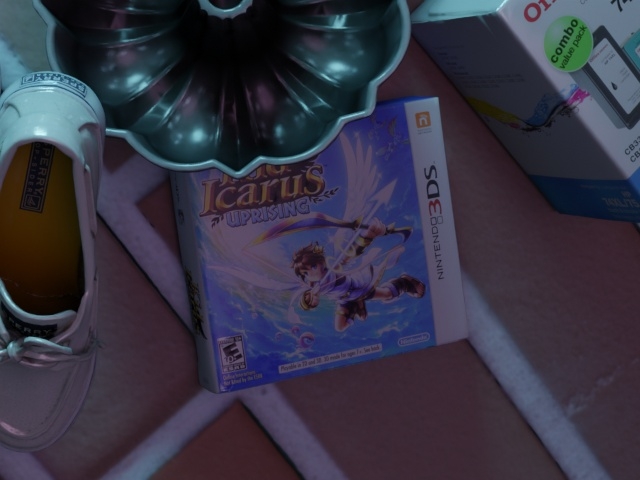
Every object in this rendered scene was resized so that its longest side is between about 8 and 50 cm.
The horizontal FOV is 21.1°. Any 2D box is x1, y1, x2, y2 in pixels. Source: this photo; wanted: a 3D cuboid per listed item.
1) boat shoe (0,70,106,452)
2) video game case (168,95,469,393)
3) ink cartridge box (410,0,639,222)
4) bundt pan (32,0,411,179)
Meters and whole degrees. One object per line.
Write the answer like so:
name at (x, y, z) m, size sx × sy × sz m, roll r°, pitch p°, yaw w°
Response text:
boat shoe at (-0.241, 0.054, 1.439) m, size 0.136 × 0.156 × 0.367 m, roll 10°, pitch 119°, yaw -8°
video game case at (0.000, 0.000, 1.652) m, size 0.269 × 0.061 × 0.244 m, roll -11°, pitch 98°, yaw -21°
ink cartridge box at (0.264, -0.183, 1.669) m, size 0.198 × 0.197 × 0.270 m, roll -46°, pitch 109°, yaw -13°
bundt pan at (-0.081, -0.208, 1.525) m, size 0.331 × 0.124 × 0.331 m, roll 0°, pitch 83°, yaw 0°
